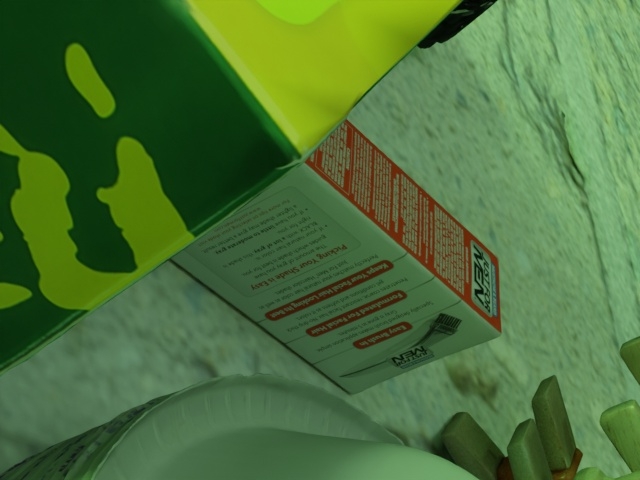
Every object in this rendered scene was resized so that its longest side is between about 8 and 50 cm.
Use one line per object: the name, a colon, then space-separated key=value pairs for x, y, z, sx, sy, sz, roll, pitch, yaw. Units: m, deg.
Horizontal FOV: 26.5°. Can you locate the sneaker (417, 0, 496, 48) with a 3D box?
sneaker: x=0.012 y=-0.187 z=0.803 sx=0.271 sy=0.100 sz=0.108 roll=4 pitch=51 yaw=-59

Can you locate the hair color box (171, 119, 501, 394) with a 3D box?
hair color box: x=0.000 y=0.000 z=0.635 sx=0.167 sy=0.093 sz=0.053 roll=41 pitch=38 yaw=-33

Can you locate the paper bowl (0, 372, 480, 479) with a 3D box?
paper bowl: x=0.002 y=0.182 z=0.456 sx=0.284 sy=0.148 sz=0.284 roll=36 pitch=39 yaw=-37

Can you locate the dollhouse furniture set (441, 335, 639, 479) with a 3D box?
dollhouse furniture set: x=0.184 y=0.127 z=0.621 sx=0.135 sy=0.262 sz=0.259 roll=64 pitch=20 yaw=-3

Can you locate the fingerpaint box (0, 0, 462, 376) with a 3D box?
fingerpaint box: x=-0.074 y=-0.228 z=0.498 sx=0.371 sy=0.163 sz=0.445 roll=51 pitch=38 yaw=-8
